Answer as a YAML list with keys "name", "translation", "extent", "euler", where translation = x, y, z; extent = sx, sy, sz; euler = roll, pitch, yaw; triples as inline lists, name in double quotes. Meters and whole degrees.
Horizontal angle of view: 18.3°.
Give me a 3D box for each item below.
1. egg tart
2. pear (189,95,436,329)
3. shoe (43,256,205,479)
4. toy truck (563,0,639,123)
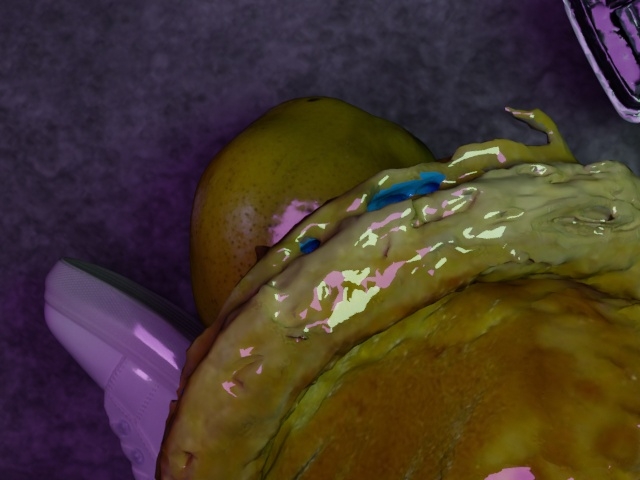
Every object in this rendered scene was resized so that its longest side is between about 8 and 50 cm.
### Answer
- name: "egg tart"
  translation: [0.062, 0.090, 1.236]
  extent: [0.388, 0.388, 0.169]
  euler: [-44, 43, 3]
- name: "pear"
  translation: [0.001, 0.001, 1.367]
  extent: [0.198, 0.198, 0.198]
  euler: [0, 88, 6]
- name: "shoe"
  translation: [-0.078, 0.172, 1.399]
  extent: [0.363, 0.132, 0.160]
  euler: [39, 91, -2]
- name: "toy truck"
  translation: [0.304, -0.178, 1.358]
  extent: [0.268, 0.155, 0.124]
  euler: [-27, 86, 7]
